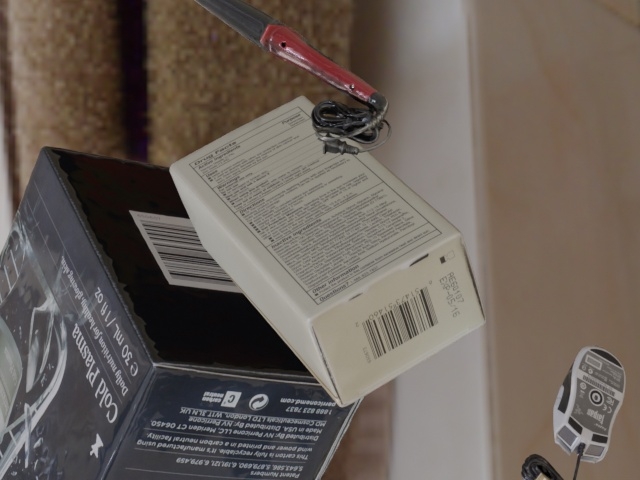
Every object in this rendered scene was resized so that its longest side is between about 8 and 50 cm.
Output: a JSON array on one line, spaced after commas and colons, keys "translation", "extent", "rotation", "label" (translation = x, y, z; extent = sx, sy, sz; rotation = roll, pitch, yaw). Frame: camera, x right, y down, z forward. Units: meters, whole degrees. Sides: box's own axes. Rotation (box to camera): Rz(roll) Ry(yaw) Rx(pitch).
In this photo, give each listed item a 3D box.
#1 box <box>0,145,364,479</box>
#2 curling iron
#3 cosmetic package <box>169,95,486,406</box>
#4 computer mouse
[{"translation": [-0.239, 0.213, 1.952], "extent": [0.297, 0.472, 0.480], "rotation": [8, -152, -32], "label": "box"}, {"translation": [-0.042, -0.165, 1.356], "extent": [0.068, 0.274, 0.035], "rotation": [-40, 152, -13], "label": "curling iron"}, {"translation": [0.000, 0.000, 1.428], "extent": [0.160, 0.113, 0.309], "rotation": [-29, -143, -11], "label": "cosmetic package"}, {"translation": [0.277, 0.202, 1.648], "extent": [0.106, 0.193, 0.042], "rotation": [30, 147, -11], "label": "computer mouse"}]
